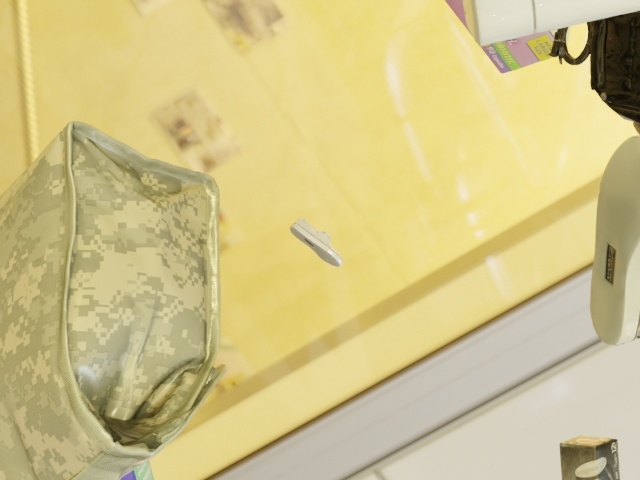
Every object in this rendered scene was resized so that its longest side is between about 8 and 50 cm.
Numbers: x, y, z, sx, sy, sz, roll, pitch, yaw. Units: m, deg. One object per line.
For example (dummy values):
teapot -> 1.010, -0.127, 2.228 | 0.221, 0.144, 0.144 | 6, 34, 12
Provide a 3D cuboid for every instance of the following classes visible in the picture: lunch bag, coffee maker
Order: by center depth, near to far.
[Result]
coffee maker -> 0.311, -0.158, 0.984 | 0.178, 0.120, 0.171 | -11, 43, -31
lunch bag -> -0.198, 0.093, 0.990 | 0.169, 0.235, 0.287 | 23, 47, -34

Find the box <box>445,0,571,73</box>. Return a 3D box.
box -> 0.291, -0.422, 1.906 | 0.213, 0.117, 0.243 | 45, 47, -33

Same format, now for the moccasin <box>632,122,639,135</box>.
moccasin -> 0.497, -0.153, 1.587 | 0.380, 0.147, 0.139 | 50, -4, -25

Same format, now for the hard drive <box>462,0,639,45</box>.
hard drive -> 0.239, -0.251, 0.662 | 0.047, 0.353, 0.233 | -100, 177, -58

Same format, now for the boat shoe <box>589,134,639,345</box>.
boat shoe -> 0.295, -0.004, 1.129 | 0.077, 0.070, 0.219 | -122, -154, -48

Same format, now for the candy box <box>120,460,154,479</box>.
candy box -> -0.381, 0.225, 1.611 | 0.122, 0.268, 0.317 | -75, 150, -81

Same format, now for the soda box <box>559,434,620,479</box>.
soda box -> 0.349, 0.338, 1.600 | 0.053, 0.060, 0.168 | -8, 94, -43

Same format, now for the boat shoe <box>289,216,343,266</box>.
boat shoe -> 0.000, 0.000, 1.956 | 0.100, 0.035, 0.035 | 38, -25, 8
